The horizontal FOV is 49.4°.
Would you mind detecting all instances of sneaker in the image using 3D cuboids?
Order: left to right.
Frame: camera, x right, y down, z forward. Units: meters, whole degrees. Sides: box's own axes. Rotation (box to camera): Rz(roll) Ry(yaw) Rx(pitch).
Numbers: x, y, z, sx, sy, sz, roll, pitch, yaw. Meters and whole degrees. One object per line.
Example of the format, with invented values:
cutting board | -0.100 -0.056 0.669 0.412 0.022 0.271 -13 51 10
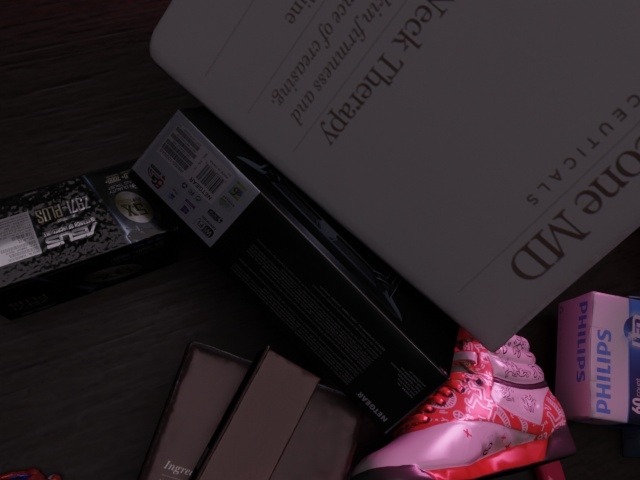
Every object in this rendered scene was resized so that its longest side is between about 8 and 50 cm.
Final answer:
sneaker | 0.122 0.160 0.669 0.270 0.090 0.145 1 61 -34

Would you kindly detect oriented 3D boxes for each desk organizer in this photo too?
desk organizer | -0.054 0.153 0.542 0.050 0.047 0.130 30 72 -5

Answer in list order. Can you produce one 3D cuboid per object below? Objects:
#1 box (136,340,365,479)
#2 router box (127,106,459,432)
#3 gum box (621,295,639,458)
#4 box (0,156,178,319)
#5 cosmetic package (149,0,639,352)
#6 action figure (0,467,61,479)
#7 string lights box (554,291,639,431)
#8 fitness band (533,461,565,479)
box | -0.079 0.220 0.633 0.166 0.168 0.203 20 73 -6
router box | 0.000 0.000 0.671 0.309 0.243 0.081 45 110 2
gum box | 0.433 0.164 0.826 0.156 0.041 0.185 5 74 -10
box | -0.234 0.002 0.666 0.180 0.147 0.078 -20 81 -17
cosmetic package | 0.138 -0.194 0.639 0.393 0.329 0.327 41 29 1
action figure | -0.304 0.242 0.655 0.115 0.030 0.038 -14 75 -17
string lights box | 0.395 0.147 0.760 0.259 0.077 0.134 11 74 -7
fitness band | 0.163 0.316 0.727 0.208 0.054 0.291 17 72 -5
